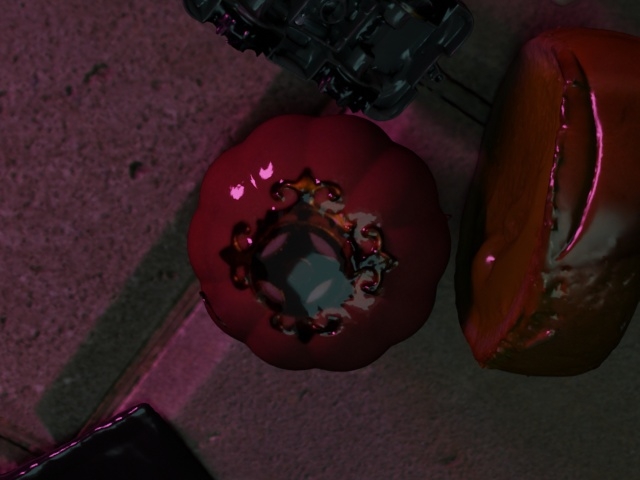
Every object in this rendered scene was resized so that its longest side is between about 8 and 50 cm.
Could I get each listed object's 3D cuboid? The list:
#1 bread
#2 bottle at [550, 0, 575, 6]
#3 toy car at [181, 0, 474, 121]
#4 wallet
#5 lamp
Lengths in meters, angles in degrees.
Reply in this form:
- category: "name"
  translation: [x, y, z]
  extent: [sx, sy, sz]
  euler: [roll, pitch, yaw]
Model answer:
- category: "bread"
  translation: [0.145, -0.025, 0.732]
  extent: [0.070, 0.236, 0.236]
  euler: [11, 119, -6]
- category: "bottle"
  translation: [0.225, -0.238, 0.682]
  extent: [0.245, 0.104, 0.104]
  euler: [-27, 116, 16]
- category: "toy car"
  translation: [0.001, -0.160, 0.738]
  extent: [0.191, 0.100, 0.097]
  euler: [25, 118, -35]
- category: "wallet"
  translation: [-0.220, 0.294, 1.020]
  extent: [0.323, 0.041, 0.247]
  euler: [-27, 117, 11]
- category: "lamp"
  translation: [0.000, 0.000, 0.806]
  extent: [0.182, 0.140, 0.182]
  euler: [2, 103, 7]
